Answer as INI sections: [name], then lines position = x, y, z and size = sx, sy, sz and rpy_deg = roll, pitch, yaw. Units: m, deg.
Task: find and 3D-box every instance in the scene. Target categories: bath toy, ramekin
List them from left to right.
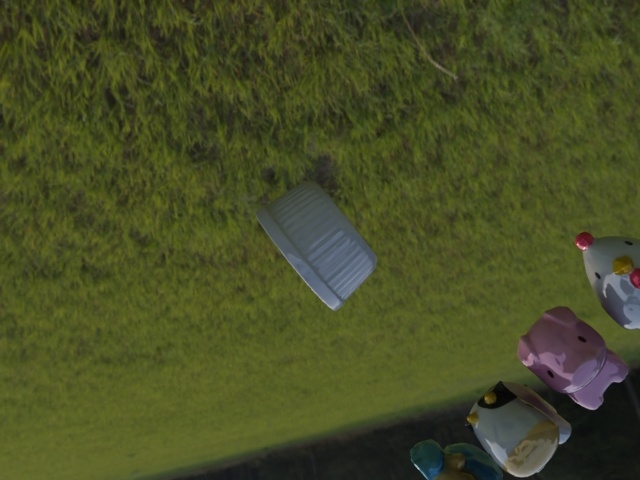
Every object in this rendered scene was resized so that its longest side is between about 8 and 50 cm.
[ramekin]
position = 0.000, 0.000, 0.988
size = 0.109, 0.207, 0.207
rpy_deg = -39, 160, 1
[bath toy]
position = 0.249, 0.133, 0.656
size = 0.348, 0.129, 0.151
rpy_deg = -52, -179, 5
